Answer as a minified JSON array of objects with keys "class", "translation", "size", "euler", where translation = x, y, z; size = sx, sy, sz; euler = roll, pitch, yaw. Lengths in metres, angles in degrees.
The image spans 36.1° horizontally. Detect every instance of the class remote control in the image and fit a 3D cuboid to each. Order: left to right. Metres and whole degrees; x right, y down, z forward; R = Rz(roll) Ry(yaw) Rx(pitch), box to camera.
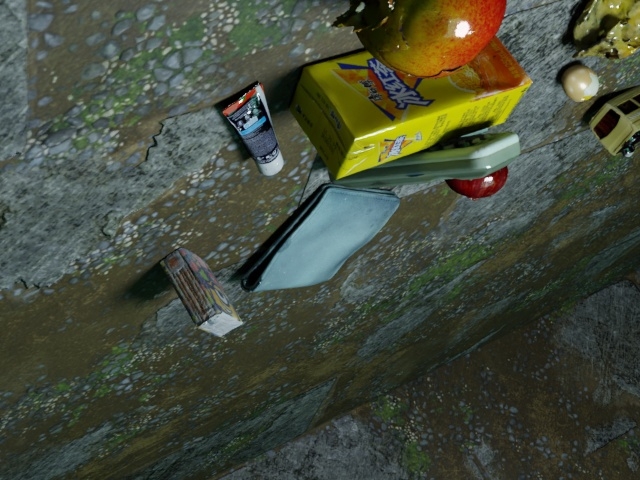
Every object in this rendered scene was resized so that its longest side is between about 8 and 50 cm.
[{"class":"remote control","translation":[0.167,-0.129,1.638],"size":[0.335,0.066,0.128],"euler":[-2,-166,44]}]

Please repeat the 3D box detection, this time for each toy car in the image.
[{"class":"toy car","translation":[0.727,-0.285,2.241],"size":[0.256,0.124,0.101],"euler":[-26,159,-40]}]

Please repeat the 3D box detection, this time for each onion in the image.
[{"class":"onion","translation":[0.315,-0.140,1.984],"size":[0.131,0.131,0.131],"euler":[-28,158,-12]}]

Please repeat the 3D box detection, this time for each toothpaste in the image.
[{"class":"toothpaste","translation":[-0.095,-0.167,1.491],"size":[0.071,0.045,0.193],"euler":[-39,153,-7]}]

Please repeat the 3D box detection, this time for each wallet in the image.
[{"class":"wallet","translation":[0.001,0.001,1.952],"size":[0.290,0.054,0.251],"euler":[-46,156,28]}]

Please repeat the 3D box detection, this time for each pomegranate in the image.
[{"class":"pomegranate","translation":[0.127,-0.316,1.267],"size":[0.235,0.210,0.210],"euler":[-4,147,-25]}]

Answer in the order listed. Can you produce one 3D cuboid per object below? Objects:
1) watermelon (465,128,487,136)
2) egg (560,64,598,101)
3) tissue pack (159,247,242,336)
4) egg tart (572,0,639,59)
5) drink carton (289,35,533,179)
[{"class":"watermelon","translation":[0.150,-0.209,1.687],"size":[0.241,0.095,0.154],"euler":[-7,171,-40]},{"class":"egg","translation":[0.516,-0.315,1.955],"size":[0.071,0.071,0.083],"euler":[-42,151,22]},{"class":"tissue pack","translation":[-0.211,0.093,1.733],"size":[0.060,0.148,0.108],"euler":[-36,158,4]},{"class":"egg tart","translation":[0.589,-0.415,1.788],"size":[0.297,0.132,0.297],"euler":[-28,163,-9]},{"class":"drink carton","translation":[0.143,-0.224,1.531],"size":[0.351,0.155,0.111],"euler":[-20,155,-28]}]
